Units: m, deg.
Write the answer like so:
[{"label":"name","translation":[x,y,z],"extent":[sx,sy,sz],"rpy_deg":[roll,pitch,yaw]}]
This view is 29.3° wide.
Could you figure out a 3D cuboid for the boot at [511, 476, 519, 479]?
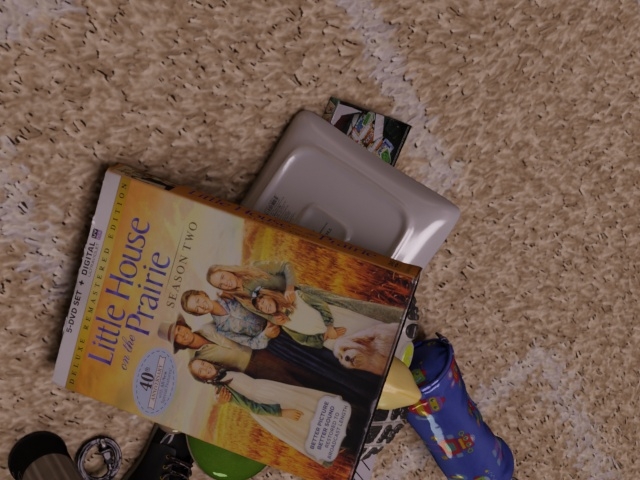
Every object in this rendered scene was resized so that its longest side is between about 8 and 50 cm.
[{"label":"boot","translation":[0.287,0.497,2.147],"extent":[0.190,0.069,0.086],"rpy_deg":[-34,118,-22]}]

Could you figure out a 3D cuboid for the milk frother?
[{"label":"milk frother","translation":[-0.329,0.326,1.660],"extent":[0.143,0.134,0.129],"rpy_deg":[-33,125,-14]}]

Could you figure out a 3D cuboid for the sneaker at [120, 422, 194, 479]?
[{"label":"sneaker","translation":[-0.205,0.333,1.745],"extent":[0.083,0.118,0.222],"rpy_deg":[31,94,-36]}]

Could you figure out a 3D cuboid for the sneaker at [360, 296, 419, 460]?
[{"label":"sneaker","translation":[0.072,0.192,1.841],"extent":[0.107,0.118,0.279],"rpy_deg":[12,93,-37]}]

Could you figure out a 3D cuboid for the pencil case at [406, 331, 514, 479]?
[{"label":"pencil case","translation":[0.207,0.282,1.961],"extent":[0.119,0.133,0.306],"rpy_deg":[-23,126,13]}]

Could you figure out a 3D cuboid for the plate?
[{"label":"plate","translation":[0.000,0.000,1.633],"extent":[0.277,0.278,0.045],"rpy_deg":[-56,160,4]}]

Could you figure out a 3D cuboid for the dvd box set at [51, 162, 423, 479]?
[{"label":"dvd box set","translation":[-0.113,0.111,1.571],"extent":[0.420,0.062,0.308],"rpy_deg":[20,104,8]}]

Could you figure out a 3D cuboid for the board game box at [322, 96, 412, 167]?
[{"label":"board game box","translation":[0.025,-0.066,1.756],"extent":[0.136,0.030,0.260],"rpy_deg":[15,103,-37]}]

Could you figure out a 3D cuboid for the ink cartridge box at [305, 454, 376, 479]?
[{"label":"ink cartridge box","translation":[0.038,0.335,1.933],"extent":[0.097,0.046,0.207],"rpy_deg":[1,110,-32]}]

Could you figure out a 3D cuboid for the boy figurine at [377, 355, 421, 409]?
[{"label":"boy figurine","translation":[0.031,0.164,1.704],"extent":[0.092,0.285,0.177],"rpy_deg":[23,100,-39]}]

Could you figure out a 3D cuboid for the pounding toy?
[{"label":"pounding toy","translation":[-0.105,0.242,1.727],"extent":[0.237,0.110,0.183],"rpy_deg":[45,58,-37]}]
